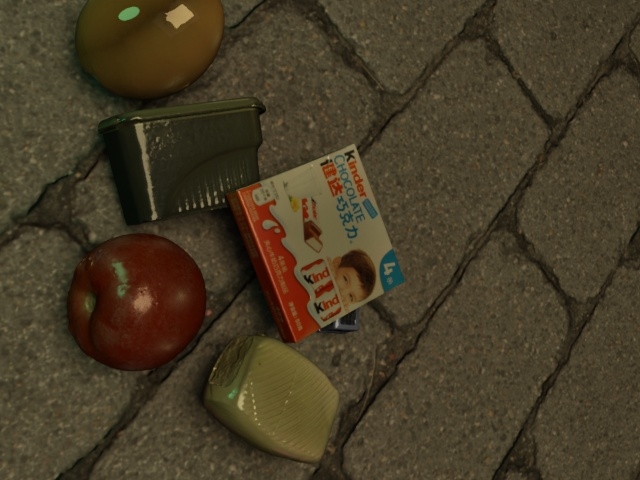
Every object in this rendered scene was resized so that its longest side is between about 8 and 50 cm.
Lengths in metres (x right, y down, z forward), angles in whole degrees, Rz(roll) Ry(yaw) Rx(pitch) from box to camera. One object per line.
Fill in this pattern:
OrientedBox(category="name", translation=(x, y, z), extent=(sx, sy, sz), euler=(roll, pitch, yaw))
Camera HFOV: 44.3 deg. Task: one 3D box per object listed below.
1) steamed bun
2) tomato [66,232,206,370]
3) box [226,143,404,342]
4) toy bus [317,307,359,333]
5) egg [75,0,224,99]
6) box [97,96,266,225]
OrientedBox(category="steamed bun", translation=(-0.089, 0.265, 1.306), extent=(0.239, 0.153, 0.170), euler=(43, 55, -34))
OrientedBox(category="tomato", translation=(-0.273, 0.093, 1.192), extent=(0.184, 0.208, 0.208), euler=(5, 78, -45))
OrientedBox(category="box", translation=(0.000, 0.000, 1.356), extent=(0.265, 0.048, 0.273), euler=(-27, 99, -34))
OrientedBox(category="toy bus", translation=(0.034, 0.085, 1.443), extent=(0.073, 0.076, 0.167), euler=(7, 77, -31))
OrientedBox(category="egg", translation=(-0.265, -0.333, 1.262), extent=(0.201, 0.245, 0.201), euler=(40, 40, -45))
OrientedBox(category="box", translation=(-0.217, -0.133, 1.315), extent=(0.274, 0.138, 0.178), euler=(-13, 97, -31))
